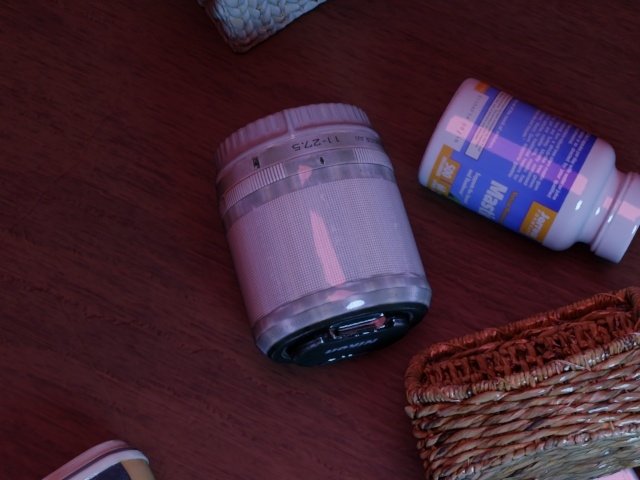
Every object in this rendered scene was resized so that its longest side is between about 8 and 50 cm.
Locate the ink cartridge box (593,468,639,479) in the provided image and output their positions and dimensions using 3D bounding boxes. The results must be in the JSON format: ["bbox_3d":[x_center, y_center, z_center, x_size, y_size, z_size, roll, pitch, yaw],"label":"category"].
[{"bbox_3d":[0.301,0.371,1.707,0.224,0.056,0.181,-31,75,8],"label":"ink cartridge box"}]

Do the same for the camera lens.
[{"bbox_3d":[0.000,0.000,1.724,0.219,0.219,0.274,-15,73,-4],"label":"camera lens"}]

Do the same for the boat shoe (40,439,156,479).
[{"bbox_3d":[-0.379,0.426,1.618,0.500,0.187,0.156,-34,70,-15],"label":"boat shoe"}]

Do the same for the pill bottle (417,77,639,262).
[{"bbox_3d":[0.271,-0.080,1.782,0.272,0.152,0.152,27,75,9],"label":"pill bottle"}]

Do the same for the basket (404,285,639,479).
[{"bbox_3d":[0.246,0.160,1.640,0.299,0.213,0.223,-16,66,12],"label":"basket"}]

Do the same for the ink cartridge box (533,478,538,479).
[{"bbox_3d":[0.228,0.406,1.617,0.206,0.045,0.208,-39,108,5],"label":"ink cartridge box"}]

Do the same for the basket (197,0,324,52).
[{"bbox_3d":[-0.102,-0.471,1.820,0.266,0.331,0.328,-35,76,-4],"label":"basket"}]
